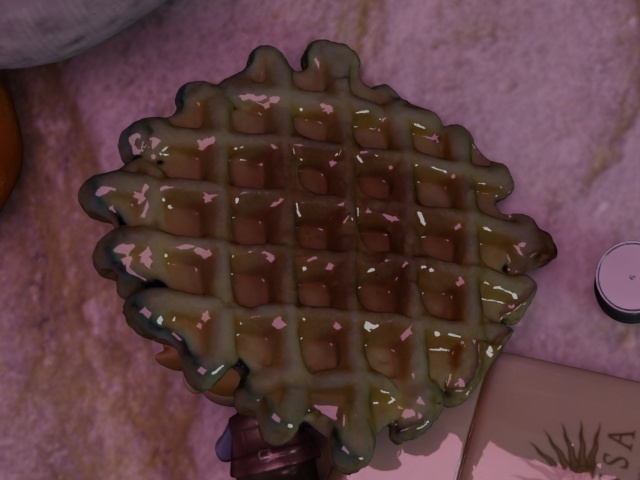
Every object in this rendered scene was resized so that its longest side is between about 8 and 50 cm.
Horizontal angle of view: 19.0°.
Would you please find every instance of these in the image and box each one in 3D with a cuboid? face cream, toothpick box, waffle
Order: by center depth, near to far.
[{"bbox_3d":[0.000,0.000,1.293,0.292,0.056,0.309,40,54,10],"label":"waffle"},{"bbox_3d":[0.181,0.174,1.301,0.349,0.081,0.173,14,80,9],"label":"face cream"},{"bbox_3d":[0.214,0.029,1.313,0.052,0.083,0.052,-1,83,9],"label":"toothpick box"}]

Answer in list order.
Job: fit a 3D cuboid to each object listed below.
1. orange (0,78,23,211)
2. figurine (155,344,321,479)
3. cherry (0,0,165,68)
[{"bbox_3d":[-0.295,-0.068,1.373,0.159,0.136,0.159,-1,86,9],"label":"orange"},{"bbox_3d":[-0.041,0.105,1.345,0.114,0.108,0.196,-14,99,16],"label":"figurine"},{"bbox_3d":[-0.199,-0.271,1.308,0.335,0.291,0.326,12,65,-3],"label":"cherry"}]
